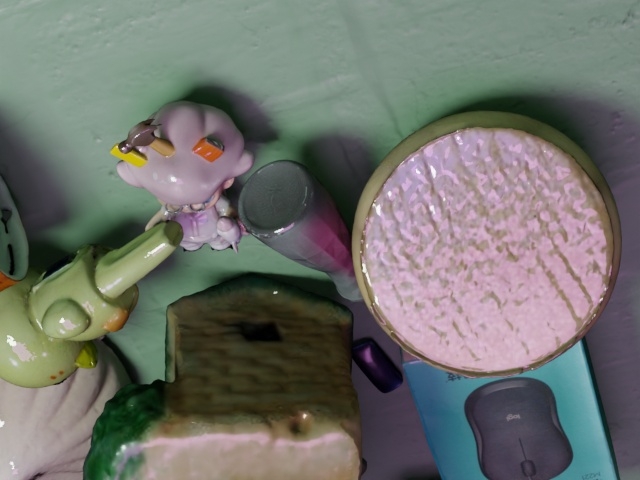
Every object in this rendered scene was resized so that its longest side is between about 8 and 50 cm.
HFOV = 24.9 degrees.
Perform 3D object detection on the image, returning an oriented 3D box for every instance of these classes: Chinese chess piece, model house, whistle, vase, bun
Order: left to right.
[{"bbox_3d":[-0.351,0.223,1.668,0.263,0.175,0.263,1,131,1],"label":"bun"},{"bbox_3d":[-0.249,0.074,1.519,0.294,0.141,0.141,-17,128,25],"label":"whistle"},{"bbox_3d":[-0.101,0.258,1.595,0.334,0.342,0.382,2,118,-7],"label":"model house"},{"bbox_3d":[0.000,0.000,1.504,0.086,0.086,0.214,-21,147,17],"label":"vase"},{"bbox_3d":[0.166,0.004,1.455,0.270,0.112,0.270,0,101,2],"label":"Chinese chess piece"}]

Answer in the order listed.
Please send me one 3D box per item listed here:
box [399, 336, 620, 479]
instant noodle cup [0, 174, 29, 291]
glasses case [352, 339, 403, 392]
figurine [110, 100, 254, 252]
[{"bbox_3d":[0.220,0.188,1.665,0.205,0.118,0.311,-11,128,11],"label":"box"},{"bbox_3d":[-0.415,-0.006,1.459,0.182,0.230,0.230,-21,127,6],"label":"instant noodle cup"},{"bbox_3d":[0.066,0.149,1.695,0.033,0.023,0.083,-25,125,22],"label":"glasses case"},{"bbox_3d":[-0.132,-0.067,1.471,0.137,0.112,0.229,1,143,10],"label":"figurine"}]
